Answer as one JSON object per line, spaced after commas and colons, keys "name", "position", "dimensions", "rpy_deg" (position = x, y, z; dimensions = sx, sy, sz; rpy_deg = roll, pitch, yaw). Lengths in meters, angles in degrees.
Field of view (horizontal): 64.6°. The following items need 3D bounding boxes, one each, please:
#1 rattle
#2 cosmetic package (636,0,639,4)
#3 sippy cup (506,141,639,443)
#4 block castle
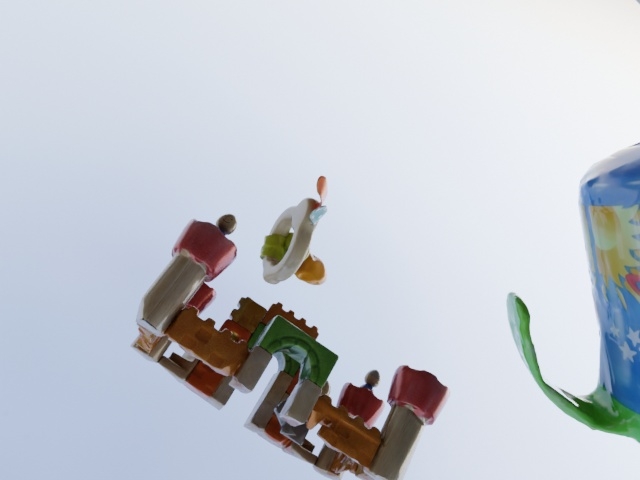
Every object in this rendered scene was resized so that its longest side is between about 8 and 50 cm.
{"name": "rattle", "position": [0.000, 0.000, 0.799], "dimensions": [0.142, 0.200, 0.130], "rpy_deg": [34, -148, -14]}
{"name": "cosmetic package", "position": [0.275, -0.329, 0.241], "dimensions": [0.155, 0.365, 0.197], "rpy_deg": [-31, -101, -22]}
{"name": "sippy cup", "position": [0.325, 0.024, 0.408], "dimensions": [0.305, 0.240, 0.224], "rpy_deg": [-27, -81, -25]}
{"name": "block castle", "position": [-0.058, 0.178, 0.804], "dimensions": [0.453, 0.303, 0.213], "rpy_deg": [34, -119, -4]}
